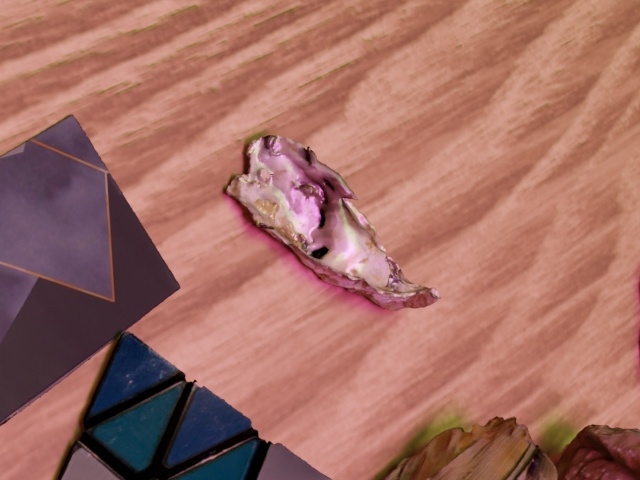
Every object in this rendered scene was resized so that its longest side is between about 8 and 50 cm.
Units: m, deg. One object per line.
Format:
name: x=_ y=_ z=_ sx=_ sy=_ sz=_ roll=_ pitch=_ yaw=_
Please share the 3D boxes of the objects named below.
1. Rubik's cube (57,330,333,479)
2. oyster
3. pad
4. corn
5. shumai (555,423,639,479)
Rubik's cube: x=-0.088 y=0.265 z=1.261 sx=0.250 sy=0.284 sz=0.234 roll=-49 pitch=131 yaw=-17
oyster: x=0.001 y=-0.002 z=1.476 sx=0.106 sy=0.061 sz=0.200 roll=-37 pitch=96 yaw=-26
pad: x=-0.217 y=0.023 z=1.293 sx=0.243 sy=0.004 sz=0.164 roll=-38 pitch=99 yaw=-43
corn: x=0.093 y=0.254 z=1.372 sx=0.122 sy=0.123 sz=0.305 roll=46 pitch=38 yaw=-9
shumai: x=0.256 y=0.330 z=1.493 sx=0.262 sy=0.267 sz=0.314 roll=-36 pitch=68 yaw=-15
